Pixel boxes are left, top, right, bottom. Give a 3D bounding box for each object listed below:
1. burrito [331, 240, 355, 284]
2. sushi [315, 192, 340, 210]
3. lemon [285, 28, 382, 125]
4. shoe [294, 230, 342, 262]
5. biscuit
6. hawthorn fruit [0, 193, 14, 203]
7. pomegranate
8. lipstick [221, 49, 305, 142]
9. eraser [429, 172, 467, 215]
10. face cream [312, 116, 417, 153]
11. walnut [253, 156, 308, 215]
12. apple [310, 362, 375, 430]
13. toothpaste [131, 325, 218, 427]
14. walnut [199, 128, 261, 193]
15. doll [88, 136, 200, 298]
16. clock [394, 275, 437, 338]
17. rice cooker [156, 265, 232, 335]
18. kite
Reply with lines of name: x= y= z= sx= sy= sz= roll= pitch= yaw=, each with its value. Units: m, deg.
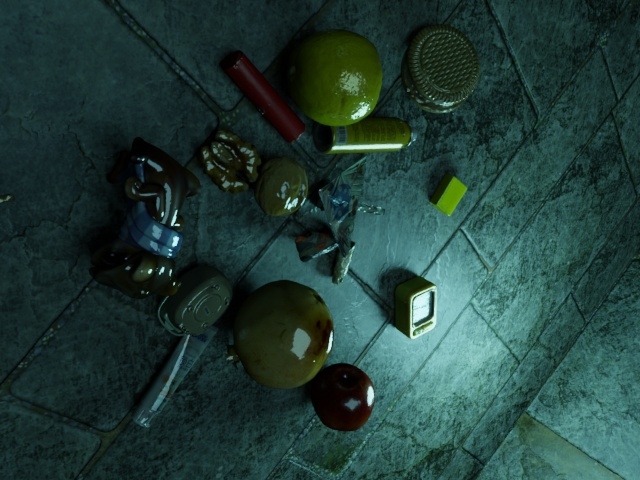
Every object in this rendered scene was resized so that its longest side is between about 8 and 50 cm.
burrito: x=0.072 y=0.071 z=1.818 sx=0.055 sy=0.041 sz=0.149 roll=6 pitch=103 yaw=-53
sushi: x=0.029 y=-0.119 z=1.695 sx=0.083 sy=0.046 sz=0.044 roll=-46 pitch=131 yaw=-12
lemon: x=0.022 y=-0.413 z=1.439 sx=0.219 sy=0.240 sz=0.240 roll=-4 pitch=113 yaw=-22
shoe: x=0.001 y=-0.001 z=1.716 sx=0.194 sy=0.074 sz=0.077 roll=-25 pitch=80 yaw=-41
biscuit: x=0.356 y=-0.512 z=1.691 sx=0.259 sy=0.079 sz=0.259 roll=1 pitch=87 yaw=-18
hawthorn fruit: x=-0.731 y=-0.048 z=1.017 sx=0.330 sy=0.287 sz=0.287 roll=-17 pitch=120 yaw=-38
pomegranate: x=-0.118 y=0.268 z=1.595 sx=0.319 sy=0.319 sz=0.319 roll=-16 pitch=119 yaw=-31
lipstick: x=-0.141 y=-0.363 z=1.442 sx=0.073 sy=0.073 sz=0.280 roll=-52 pitch=131 yaw=-7
eraser: x=0.451 y=-0.161 z=1.997 sx=0.097 sy=0.045 sz=0.122 roll=29 pitch=92 yaw=-41
face cream: x=0.147 y=-0.311 z=1.660 sx=0.349 sy=0.105 sz=0.105 roll=-9 pitch=115 yaw=-34
walnut: x=-0.106 y=-0.143 z=1.518 sx=0.166 sy=0.149 sz=0.166 roll=15 pitch=90 yaw=-80
apple: x=0.076 y=0.530 z=1.915 sx=0.218 sy=0.218 sz=0.201 roll=-5 pitch=119 yaw=-35
toothpaste: x=-0.408 y=0.364 z=1.578 sx=0.100 sy=0.066 sz=0.323 roll=42 pitch=78 yaw=-43
walnut: x=-0.233 y=-0.204 z=1.445 sx=0.143 sy=0.069 sz=0.170 roll=-47 pitch=129 yaw=-9
doll: x=-0.405 y=-0.041 z=1.275 sx=0.209 sy=0.318 sz=0.339 roll=9 pitch=84 yaw=1
clock: x=0.350 y=0.246 z=2.073 sx=0.143 sy=0.096 sz=0.202 roll=-20 pitch=120 yaw=-25
rice cooker: x=-0.328 y=0.162 z=1.500 sx=0.206 sy=0.127 sz=0.145 roll=-48 pitch=130 yaw=-21
kite: x=0.097 y=-0.106 z=1.721 sx=0.314 sy=0.011 sz=0.335 roll=15 pitch=86 yaw=-46
